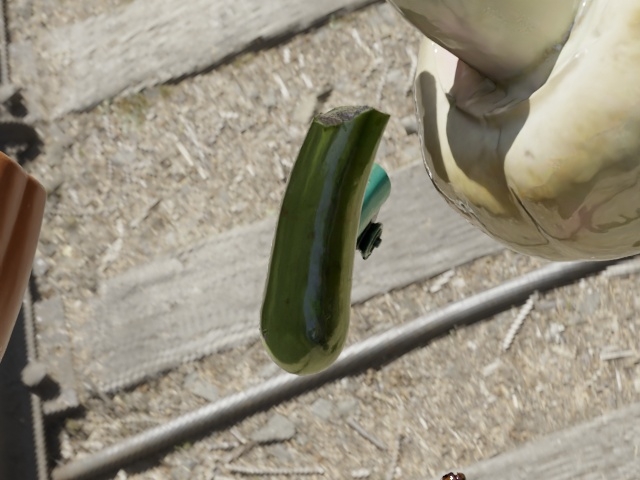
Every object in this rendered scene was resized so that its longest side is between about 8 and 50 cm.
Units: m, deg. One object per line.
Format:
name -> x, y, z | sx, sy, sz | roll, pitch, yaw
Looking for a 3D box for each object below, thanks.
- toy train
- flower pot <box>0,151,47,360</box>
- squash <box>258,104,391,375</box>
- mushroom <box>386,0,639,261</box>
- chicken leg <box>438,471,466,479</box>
toy train -> 0.018, -0.002, 1.603 | 0.101, 0.159, 0.248 | 29, 55, 12
flower pot -> -0.311, 0.008, 0.928 | 0.190, 0.191, 0.173 | 18, 72, 26
squash -> 0.000, 0.000, 1.022 | 0.083, 0.083, 0.250 | 17, 102, 25
mushroom -> 0.213, -0.169, 0.914 | 0.325, 0.353, 0.353 | 14, 68, 26
chicken leg -> 0.101, 0.259, 0.813 | 0.106, 0.253, 0.051 | 45, 115, -6
